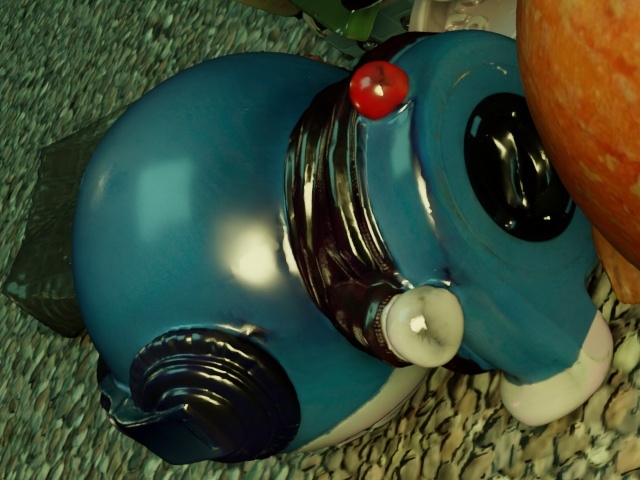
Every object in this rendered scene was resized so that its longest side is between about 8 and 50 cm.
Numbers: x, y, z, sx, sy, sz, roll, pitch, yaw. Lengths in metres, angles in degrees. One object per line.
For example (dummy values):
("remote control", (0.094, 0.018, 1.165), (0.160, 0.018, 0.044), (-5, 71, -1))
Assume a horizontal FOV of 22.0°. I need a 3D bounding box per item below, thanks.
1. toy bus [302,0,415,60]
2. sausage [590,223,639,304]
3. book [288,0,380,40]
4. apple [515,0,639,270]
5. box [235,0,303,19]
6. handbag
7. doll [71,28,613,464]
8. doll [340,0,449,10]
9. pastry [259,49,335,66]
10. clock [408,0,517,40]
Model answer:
("toy bus", (0.038, -0.184, 1.222), (0.123, 0.075, 0.060), (-17, 49, 55))
("sausage", (0.222, -0.118, 0.794), (0.097, 0.094, 0.348), (11, 71, 43))
("book", (0.032, -0.348, 1.158), (0.260, 0.043, 0.371), (44, 118, 56))
("apple", (0.203, -0.068, 0.593), (0.253, 0.253, 0.253), (-43, 30, 33))
("box", (0.034, -0.309, 1.265), (0.310, 0.084, 0.198), (-17, 64, 58))
("handbag", (-0.187, -0.028, 1.482), (0.175, 0.089, 0.270), (-28, 40, 36))
("doll", (0.000, 0.000, 0.923), (0.310, 0.240, 0.284), (-20, 33, 47))
("doll", (0.093, -0.191, 0.980), (0.219, 0.067, 0.091), (-7, 59, 53))
("pastry", (-0.066, -0.060, 1.267), (0.208, 0.097, 0.115), (-51, 37, 15))
("clock", (0.141, -0.165, 1.020), (0.197, 0.068, 0.197), (-43, 30, 33))
